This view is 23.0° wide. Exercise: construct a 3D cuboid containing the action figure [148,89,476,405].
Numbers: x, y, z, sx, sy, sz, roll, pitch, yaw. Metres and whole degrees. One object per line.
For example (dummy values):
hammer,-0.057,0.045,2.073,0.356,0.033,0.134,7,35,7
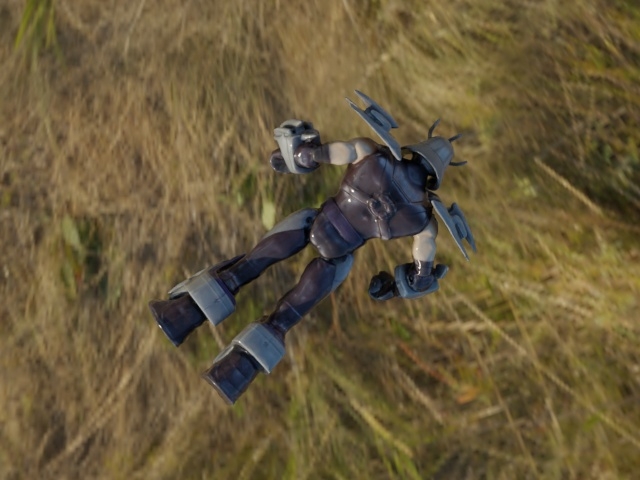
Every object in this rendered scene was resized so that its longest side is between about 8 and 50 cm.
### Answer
action figure,0.000,0.000,1.260,0.285,0.099,0.185,-39,93,-1
